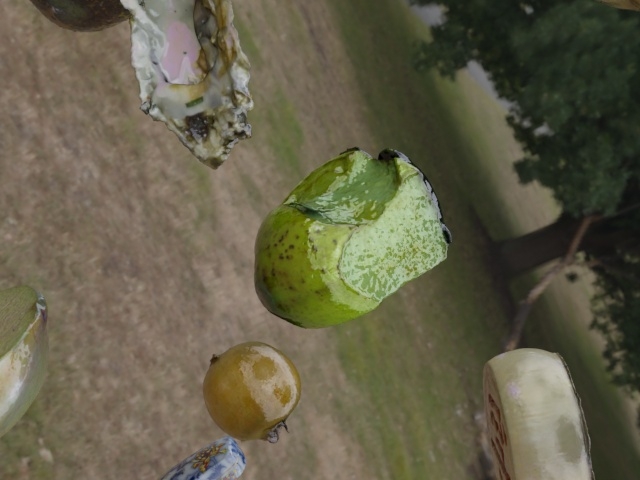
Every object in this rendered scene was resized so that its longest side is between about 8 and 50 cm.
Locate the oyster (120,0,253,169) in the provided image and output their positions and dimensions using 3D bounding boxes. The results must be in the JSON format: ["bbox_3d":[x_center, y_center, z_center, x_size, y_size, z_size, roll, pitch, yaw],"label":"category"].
[{"bbox_3d":[-0.175,-0.268,1.249,0.107,0.201,0.354,5,78,-63],"label":"oyster"}]

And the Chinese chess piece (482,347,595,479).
[{"bbox_3d":[0.310,0.290,1.309,0.270,0.112,0.269,-8,90,-87],"label":"Chinese chess piece"}]

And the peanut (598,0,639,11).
[{"bbox_3d":[0.360,-0.414,1.216,0.298,0.136,0.120,53,-9,17],"label":"peanut"}]

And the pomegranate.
[{"bbox_3d":[-0.414,-0.508,1.699,0.341,0.285,0.284,41,28,-74],"label":"pomegranate"}]

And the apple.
[{"bbox_3d":[-0.379,0.148,1.058,0.120,0.193,0.265,52,-13,-25],"label":"apple"}]

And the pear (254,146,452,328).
[{"bbox_3d":[0.000,0.000,1.211,0.255,0.238,0.164,-34,115,-29],"label":"pear"}]

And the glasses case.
[{"bbox_3d":[-0.200,0.343,1.162,0.065,0.248,0.087,52,1,-16],"label":"glasses case"}]

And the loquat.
[{"bbox_3d":[-0.101,0.226,1.364,0.163,0.163,0.137,65,17,-2],"label":"loquat"}]
